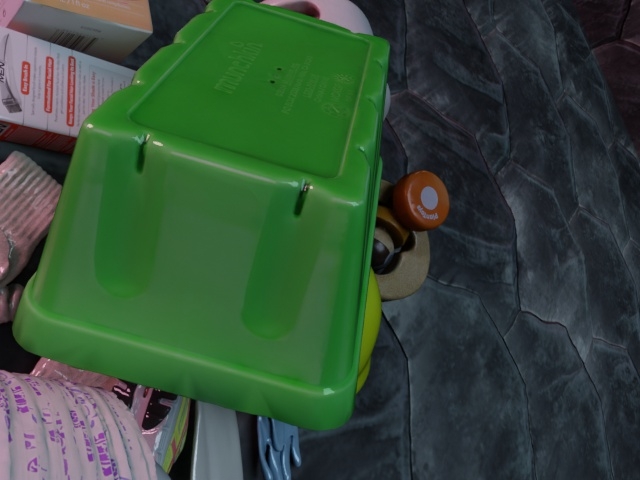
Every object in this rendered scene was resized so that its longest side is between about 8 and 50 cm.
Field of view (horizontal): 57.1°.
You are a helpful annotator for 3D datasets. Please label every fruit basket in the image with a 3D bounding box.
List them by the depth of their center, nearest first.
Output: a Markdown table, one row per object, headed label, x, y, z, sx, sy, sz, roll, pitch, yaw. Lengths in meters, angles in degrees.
| label | x | y | z | sx | sy | sz | roll | pitch | yaw |
| --- | --- | --- | --- | --- | --- | --- | --- | --- | --- |
| fruit basket | -0.058 | 0.013 | 0.543 | 0.283 | 0.392 | 0.391 | 16 | 60 | -2 |

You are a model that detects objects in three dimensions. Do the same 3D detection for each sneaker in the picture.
| label | x | y | z | sx | sy | sz | roll | pitch | yaw |
| --- | --- | --- | --- | --- | --- | --- | --- | --- | --- |
| sneaker | -0.165 | 0.205 | 0.538 | 0.094 | 0.082 | 0.208 | 81 | 27 | -65 |

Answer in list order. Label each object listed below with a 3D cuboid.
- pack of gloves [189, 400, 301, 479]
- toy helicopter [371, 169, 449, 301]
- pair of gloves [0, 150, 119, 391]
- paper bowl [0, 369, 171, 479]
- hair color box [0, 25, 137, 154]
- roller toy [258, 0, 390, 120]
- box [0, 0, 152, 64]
| label | x | y | z | sx | sy | sz | roll | pitch | yaw |
| --- | --- | --- | --- | --- | --- | --- | --- | --- | --- |
| pack of gloves | -0.088 | 0.165 | 0.666 | 0.195 | 0.046 | 0.231 | 31 | 53 | -55 |
| toy helicopter | 0.000 | 0.000 | 0.768 | 0.355 | 0.140 | 0.234 | 15 | 75 | -30 |
| pair of gloves | -0.255 | 0.057 | 0.526 | 0.240 | 0.042 | 0.204 | 52 | 47 | -19 |
| paper bowl | -0.186 | 0.229 | 0.361 | 0.148 | 0.284 | 0.284 | 22 | 62 | -40 |
| hair color box | -0.250 | -0.137 | 0.585 | 0.167 | 0.053 | 0.093 | 10 | 72 | -45 |
| roller toy | -0.019 | -0.189 | 0.722 | 0.210 | 0.191 | 0.146 | 2 | 63 | -31 |
| box | -0.260 | -0.281 | 0.595 | 0.130 | 0.091 | 0.170 | -4 | 80 | -46 |
